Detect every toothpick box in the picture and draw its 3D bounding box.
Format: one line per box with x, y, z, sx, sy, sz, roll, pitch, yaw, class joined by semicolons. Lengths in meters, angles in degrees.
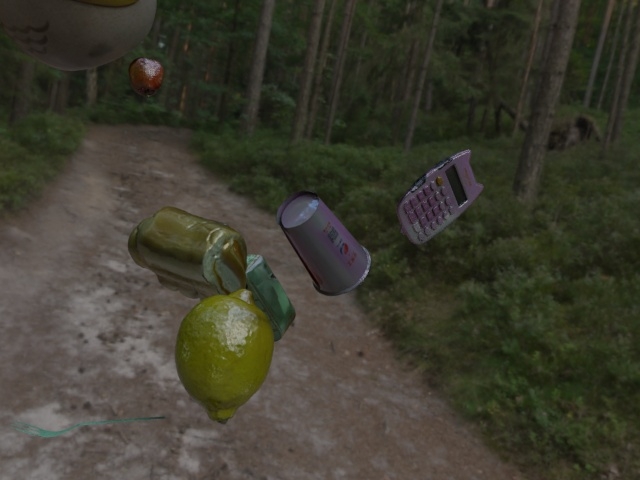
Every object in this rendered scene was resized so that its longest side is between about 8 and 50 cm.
-0.615;-0.667;1.410;0.409;0.409;0.425;16;-35;26;toothpick box

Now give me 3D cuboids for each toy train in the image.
-0.196;0.195;1.957;0.159;0.326;0.129;-13;25;37;toy train

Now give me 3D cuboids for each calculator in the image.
0.329;-0.117;1.680;0.043;0.294;0.194;36;-18;51;calculator

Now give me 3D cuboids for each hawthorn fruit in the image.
-0.356;-0.334;1.216;0.077;0.077;0.077;12;7;-1;hawthorn fruit

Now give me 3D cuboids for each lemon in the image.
-0.178;0.208;1.097;0.184;0.248;0.184;9;-16;3;lemon

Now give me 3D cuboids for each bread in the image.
-0.372;0.030;1.705;0.341;0.210;0.300;14;-31;25;bread

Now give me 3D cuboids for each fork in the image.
-0.369;0.301;0.960;0.235;0.021;0.039;6;5;-25;fork

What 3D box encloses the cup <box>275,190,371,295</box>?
0.000;0.000;1.699;0.203;0.203;0.288;19;-26;42;cup
